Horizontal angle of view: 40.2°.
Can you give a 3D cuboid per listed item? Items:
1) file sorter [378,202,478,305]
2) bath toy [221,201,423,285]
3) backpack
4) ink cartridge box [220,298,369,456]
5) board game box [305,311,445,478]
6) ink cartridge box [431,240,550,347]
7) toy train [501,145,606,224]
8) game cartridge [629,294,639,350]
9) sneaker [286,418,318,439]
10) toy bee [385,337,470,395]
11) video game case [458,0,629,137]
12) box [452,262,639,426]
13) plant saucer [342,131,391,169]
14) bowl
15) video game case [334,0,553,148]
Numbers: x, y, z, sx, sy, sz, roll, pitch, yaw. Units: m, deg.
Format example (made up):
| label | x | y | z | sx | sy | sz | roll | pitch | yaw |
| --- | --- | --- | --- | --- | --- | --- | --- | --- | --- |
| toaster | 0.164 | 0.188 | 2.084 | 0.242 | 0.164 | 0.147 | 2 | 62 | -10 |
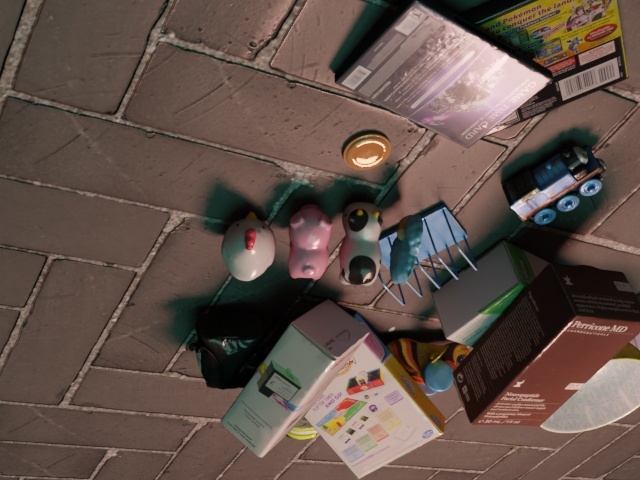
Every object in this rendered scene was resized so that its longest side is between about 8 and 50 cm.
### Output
| label | x | y | z | sx | sy | sz | roll | pitch | yaw |
| --- | --- | --- | --- | --- | --- | --- | --- | --- | --- |
| file sorter | 0.196 | 0.033 | 1.670 | 0.170 | 0.104 | 0.118 | -27 | 139 | 17 |
| bath toy | 0.000 | 0.000 | 1.546 | 0.348 | 0.151 | 0.129 | 1 | 160 | -7 |
| backpack | -0.184 | 0.223 | 1.775 | 0.152 | 0.115 | 0.182 | 6 | 137 | -2 |
| ink cartridge box | -0.049 | 0.271 | 1.758 | 0.278 | 0.117 | 0.201 | -55 | 168 | 22 |
| board game box | 0.081 | 0.343 | 1.907 | 0.242 | 0.064 | 0.316 | -34 | 101 | 24 |
| ink cartridge box | 0.417 | 0.141 | 1.856 | 0.289 | 0.121 | 0.211 | 21 | 129 | -37 |
| toy train | 0.428 | -0.103 | 1.599 | 0.184 | 0.080 | 0.105 | -35 | 131 | 25 |
| game cartridge | 0.752 | 0.263 | 2.163 | 0.230 | 0.068 | 0.355 | -27 | 140 | 9 |
| sneaker | 0.046 | 0.383 | 2.054 | 0.300 | 0.111 | 0.121 | -15 | 138 | -2 |
| toy bee | 0.268 | 0.276 | 1.983 | 0.298 | 0.162 | 0.195 | 30 | 156 | -26 |
| video game case | 0.334 | -0.292 | 1.371 | 0.275 | 0.035 | 0.248 | -22 | 141 | 11 |
| box | 0.450 | 0.219 | 1.754 | 0.191 | 0.143 | 0.381 | 7 | 134 | -25 |
| plant saucer | 0.079 | -0.149 | 1.483 | 0.083 | 0.013 | 0.083 | -9 | 142 | -7 |
| bowl | 0.596 | 0.296 | 1.992 | 0.289 | 0.156 | 0.289 | -8 | 137 | -8 |
| video game case | 0.188 | -0.250 | 1.338 | 0.274 | 0.026 | 0.196 | 20 | 140 | -29 |
